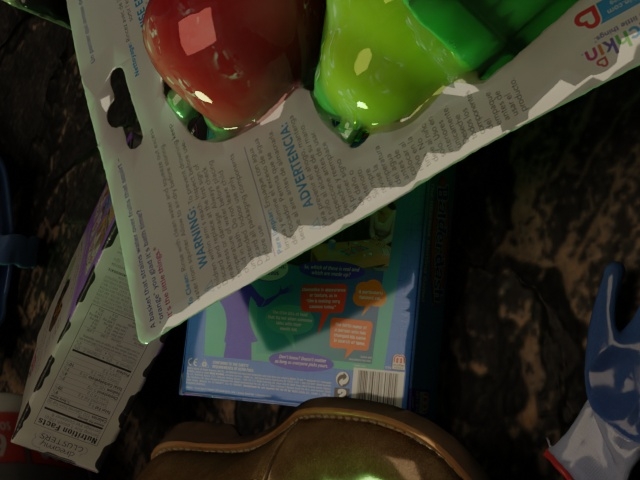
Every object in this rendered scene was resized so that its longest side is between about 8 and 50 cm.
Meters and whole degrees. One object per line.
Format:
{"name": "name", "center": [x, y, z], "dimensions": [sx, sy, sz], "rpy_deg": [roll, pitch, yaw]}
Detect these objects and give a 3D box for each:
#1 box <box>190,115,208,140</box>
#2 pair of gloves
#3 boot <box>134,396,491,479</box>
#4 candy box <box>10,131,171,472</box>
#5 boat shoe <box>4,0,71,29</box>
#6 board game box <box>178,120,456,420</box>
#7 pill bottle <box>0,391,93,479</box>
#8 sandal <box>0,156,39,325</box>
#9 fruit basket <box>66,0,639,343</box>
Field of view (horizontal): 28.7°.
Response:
{"name": "box", "center": [-0.051, -0.058, 0.888], "dimensions": [0.062, 0.052, 0.083], "rpy_deg": [-47, 49, 29]}
{"name": "pair of gloves", "center": [0.193, 0.089, 0.604], "dimensions": [0.198, 0.023, 0.159], "rpy_deg": [46, 114, 42]}
{"name": "boot", "center": [-0.026, 0.168, 0.735], "dimensions": [0.305, 0.115, 0.112], "rpy_deg": [-18, 112, 49]}
{"name": "candy box", "center": [-0.150, 0.041, 0.917], "dimensions": [0.196, 0.070, 0.165], "rpy_deg": [-62, 16, 19]}
{"name": "boat shoe", "center": [-0.299, -0.319, 1.189], "dimensions": [0.340, 0.127, 0.158], "rpy_deg": [30, 98, 39]}
{"name": "board game box", "center": [0.000, 0.000, 0.781], "dimensions": [0.160, 0.047, 0.210], "rpy_deg": [3, 84, 26]}
{"name": "pill bottle", "center": [-0.245, 0.313, 0.909], "dimensions": [0.210, 0.210, 0.363], "rpy_deg": [-41, 54, 35]}
{"name": "sandal", "center": [-0.339, -0.046, 1.171], "dimensions": [0.138, 0.126, 0.317], "rpy_deg": [-40, 62, 32]}
{"name": "fruit basket", "center": [0.003, -0.152, 0.726], "dimensions": [0.353, 0.165, 0.327], "rpy_deg": [-34, 57, 27]}
